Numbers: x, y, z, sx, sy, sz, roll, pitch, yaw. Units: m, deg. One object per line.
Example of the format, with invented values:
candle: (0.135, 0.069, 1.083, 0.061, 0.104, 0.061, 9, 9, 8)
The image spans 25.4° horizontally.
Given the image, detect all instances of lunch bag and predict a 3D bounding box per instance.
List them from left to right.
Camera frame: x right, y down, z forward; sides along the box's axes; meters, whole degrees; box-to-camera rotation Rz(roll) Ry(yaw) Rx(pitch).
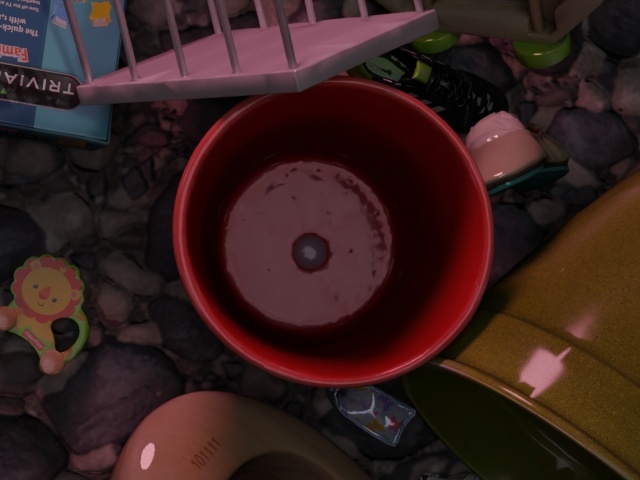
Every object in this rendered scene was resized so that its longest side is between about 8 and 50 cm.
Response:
lunch bag: (0.045, 0.160, 1.397, 0.083, 0.071, 0.053, 31, 85, -6)

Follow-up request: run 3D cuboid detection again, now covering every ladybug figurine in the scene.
ladybug figurine: (-0.032, 0.343, 1.300, 0.449, 0.162, 0.305, 50, 41, -5)

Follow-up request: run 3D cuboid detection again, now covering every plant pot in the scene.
plant pot: (0.000, 0.000, 1.307, 0.275, 0.243, 0.275, 0, 86, -7)
plant pot: (0.322, 0.097, 1.316, 0.366, 0.366, 0.353, 41, 75, -5)

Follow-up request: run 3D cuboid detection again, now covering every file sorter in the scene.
file sorter: (-0.076, -0.232, 1.245, 0.193, 0.278, 0.173, -29, 112, -43)

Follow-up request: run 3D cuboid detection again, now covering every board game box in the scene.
board game box: (-0.308, -0.271, 1.330, 0.254, 0.079, 0.336, 9, 85, -20)

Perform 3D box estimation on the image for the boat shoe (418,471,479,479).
boat shoe: (0.111, 0.250, 1.423, 0.100, 0.035, 0.035, -23, 94, -2)

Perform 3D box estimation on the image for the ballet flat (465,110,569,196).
ballet flat: (0.176, -0.084, 1.353, 0.086, 0.248, 0.086, 1, 93, 19)

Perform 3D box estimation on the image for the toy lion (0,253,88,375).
toy lion: (-0.264, 0.067, 1.377, 0.100, 0.034, 0.096, 44, 75, -5)

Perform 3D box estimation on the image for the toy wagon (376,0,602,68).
toy wagon: (0.101, -0.295, 1.342, 0.344, 0.267, 0.068, 12, 53, 30)

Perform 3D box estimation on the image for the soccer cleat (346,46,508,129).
soccer cleat: (0.108, -0.156, 1.418, 0.179, 0.072, 0.060, 20, 85, -7)
